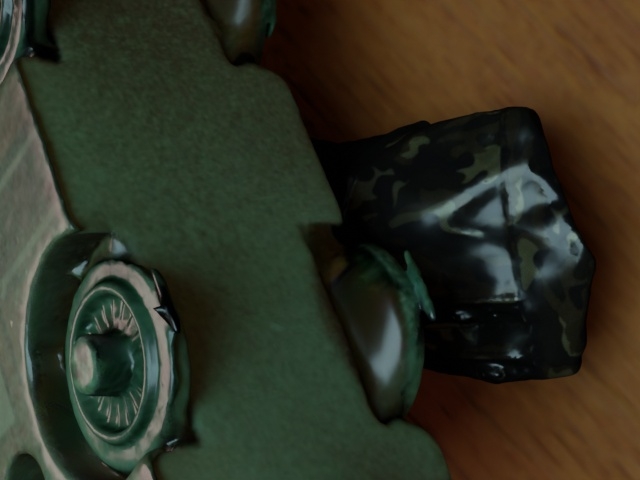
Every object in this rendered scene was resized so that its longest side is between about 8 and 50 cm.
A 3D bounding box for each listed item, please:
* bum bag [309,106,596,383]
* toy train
[{"bbox_3d":[0.000,-0.001,0.672,0.248,0.069,0.102,1,110,31],"label":"bum bag"},{"bbox_3d":[-0.073,-0.011,0.612,0.159,0.129,0.326,-46,57,43],"label":"toy train"}]
